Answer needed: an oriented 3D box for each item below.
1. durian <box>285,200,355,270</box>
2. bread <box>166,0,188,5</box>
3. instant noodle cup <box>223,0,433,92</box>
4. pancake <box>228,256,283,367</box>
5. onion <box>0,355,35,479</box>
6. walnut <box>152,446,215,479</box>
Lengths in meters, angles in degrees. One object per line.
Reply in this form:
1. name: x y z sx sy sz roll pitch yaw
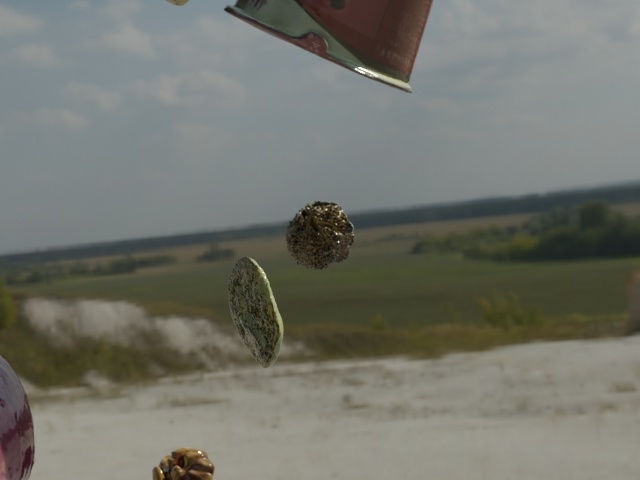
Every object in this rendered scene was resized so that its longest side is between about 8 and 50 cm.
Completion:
1. durian: 0.000 0.000 1.363 0.080 0.091 0.080 -4 40 3
2. bread: -0.189 -0.348 1.469 0.106 0.082 0.125 39 -8 49
3. instant noodle cup: 0.033 -0.289 1.381 0.234 0.178 0.235 24 9 -4
4. pancake: -0.061 0.067 1.140 0.017 0.108 0.108 -15 4 -23
5. onion: -0.448 0.228 1.205 0.358 0.345 0.358 -27 9 5
6. walnut: -0.184 0.336 1.544 0.069 0.143 0.170 19 23 -21
